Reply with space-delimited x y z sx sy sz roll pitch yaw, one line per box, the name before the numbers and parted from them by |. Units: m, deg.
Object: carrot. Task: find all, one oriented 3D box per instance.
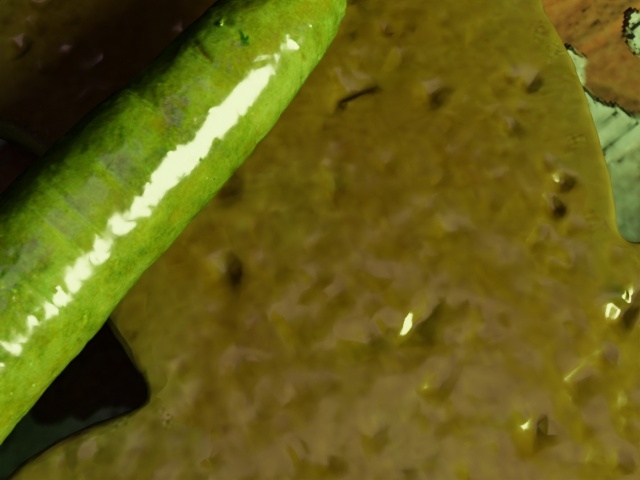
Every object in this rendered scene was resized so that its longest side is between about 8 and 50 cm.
carrot | -0.103 0.006 0.357 0.074 0.074 0.358 35 74 12

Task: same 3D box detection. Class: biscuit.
biscuit | 0.000 0.000 0.430 0.368 0.076 0.394 -21 69 -3
